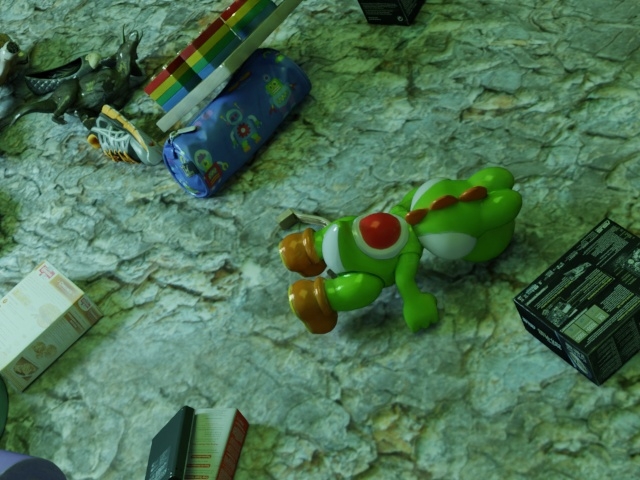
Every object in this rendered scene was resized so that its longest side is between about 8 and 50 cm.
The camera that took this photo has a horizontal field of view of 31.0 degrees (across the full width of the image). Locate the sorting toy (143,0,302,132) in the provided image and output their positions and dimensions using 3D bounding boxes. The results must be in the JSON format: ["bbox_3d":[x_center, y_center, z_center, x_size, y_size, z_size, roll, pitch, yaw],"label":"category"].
[{"bbox_3d":[-0.187,-0.347,2.089,0.257,0.089,0.255,-30,17,51],"label":"sorting toy"}]

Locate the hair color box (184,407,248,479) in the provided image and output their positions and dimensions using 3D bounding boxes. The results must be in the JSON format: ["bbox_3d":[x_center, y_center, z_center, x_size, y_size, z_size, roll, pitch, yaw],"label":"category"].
[{"bbox_3d":[-0.157,0.308,1.633,0.072,0.043,0.141,-4,49,26],"label":"hair color box"}]

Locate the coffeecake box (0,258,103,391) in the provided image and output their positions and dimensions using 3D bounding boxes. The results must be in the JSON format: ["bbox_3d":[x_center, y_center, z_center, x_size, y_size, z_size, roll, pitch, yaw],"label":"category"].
[{"bbox_3d":[-0.482,0.140,1.938,0.185,0.068,0.142,-44,45,-14],"label":"coffeecake box"}]

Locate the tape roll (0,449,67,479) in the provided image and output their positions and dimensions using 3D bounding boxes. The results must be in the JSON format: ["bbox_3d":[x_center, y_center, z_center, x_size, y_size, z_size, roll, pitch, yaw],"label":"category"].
[{"bbox_3d":[-0.438,0.389,1.602,0.080,0.189,0.189,3,53,31],"label":"tape roll"}]

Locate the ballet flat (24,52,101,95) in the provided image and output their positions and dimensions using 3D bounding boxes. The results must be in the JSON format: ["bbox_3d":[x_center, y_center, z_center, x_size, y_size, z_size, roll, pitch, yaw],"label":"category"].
[{"bbox_3d":[-0.542,-0.355,2.432,0.173,0.049,0.057,-23,45,8],"label":"ballet flat"}]

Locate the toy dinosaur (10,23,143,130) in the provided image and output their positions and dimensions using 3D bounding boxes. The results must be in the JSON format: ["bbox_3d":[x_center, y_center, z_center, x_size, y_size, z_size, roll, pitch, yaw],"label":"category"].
[{"bbox_3d":[-0.465,-0.289,2.309,0.313,0.121,0.160,-31,31,5],"label":"toy dinosaur"}]

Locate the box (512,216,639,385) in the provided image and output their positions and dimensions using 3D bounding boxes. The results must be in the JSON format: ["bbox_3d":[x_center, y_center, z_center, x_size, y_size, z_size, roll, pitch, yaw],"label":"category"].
[{"bbox_3d":[0.375,0.078,1.534,0.180,0.077,0.147,-40,44,-10],"label":"box"}]

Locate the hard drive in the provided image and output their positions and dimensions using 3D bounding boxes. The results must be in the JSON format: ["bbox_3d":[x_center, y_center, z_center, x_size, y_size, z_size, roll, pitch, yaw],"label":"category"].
[{"bbox_3d":[-0.216,0.309,1.631,0.094,0.022,0.135,-47,23,31],"label":"hard drive"}]

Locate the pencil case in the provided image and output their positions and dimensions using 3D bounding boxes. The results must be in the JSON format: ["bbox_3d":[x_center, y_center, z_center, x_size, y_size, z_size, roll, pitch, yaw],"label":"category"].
[{"bbox_3d":[-0.153,-0.214,2.041,0.306,0.133,0.119,-48,36,-19],"label":"pencil case"}]

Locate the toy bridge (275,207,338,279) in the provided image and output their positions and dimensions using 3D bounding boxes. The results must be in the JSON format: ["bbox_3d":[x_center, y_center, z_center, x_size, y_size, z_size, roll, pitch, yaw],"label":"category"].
[{"bbox_3d":[0.000,0.000,1.841,0.063,0.026,0.188,-38,45,-8],"label":"toy bridge"}]

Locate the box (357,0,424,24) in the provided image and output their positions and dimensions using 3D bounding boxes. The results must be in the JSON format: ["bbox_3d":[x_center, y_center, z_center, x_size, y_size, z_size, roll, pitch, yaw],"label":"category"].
[{"bbox_3d":[0.152,-0.559,2.154,0.103,0.184,0.261,12,57,34],"label":"box"}]

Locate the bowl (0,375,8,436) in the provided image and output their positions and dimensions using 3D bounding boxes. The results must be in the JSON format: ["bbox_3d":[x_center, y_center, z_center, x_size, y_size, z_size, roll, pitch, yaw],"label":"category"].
[{"bbox_3d":[-0.680,0.278,1.852,0.311,0.163,0.311,-15,45,16],"label":"bowl"}]

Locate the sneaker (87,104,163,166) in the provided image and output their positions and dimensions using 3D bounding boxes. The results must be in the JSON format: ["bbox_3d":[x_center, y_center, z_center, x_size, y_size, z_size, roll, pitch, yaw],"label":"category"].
[{"bbox_3d":[-0.366,-0.179,2.168,0.083,0.084,0.215,-52,43,-3],"label":"sneaker"}]

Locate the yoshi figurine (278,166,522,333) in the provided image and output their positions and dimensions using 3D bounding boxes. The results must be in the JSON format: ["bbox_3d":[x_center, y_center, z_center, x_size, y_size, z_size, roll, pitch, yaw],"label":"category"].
[{"bbox_3d":[0.136,0.011,1.685,0.362,0.203,0.203,-23,14,19],"label":"yoshi figurine"}]

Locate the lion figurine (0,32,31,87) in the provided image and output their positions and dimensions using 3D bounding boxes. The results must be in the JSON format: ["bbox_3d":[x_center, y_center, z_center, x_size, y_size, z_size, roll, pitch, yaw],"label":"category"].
[{"bbox_3d":[-0.709,-0.286,2.385,0.240,0.142,0.392,-39,32,57],"label":"lion figurine"}]
